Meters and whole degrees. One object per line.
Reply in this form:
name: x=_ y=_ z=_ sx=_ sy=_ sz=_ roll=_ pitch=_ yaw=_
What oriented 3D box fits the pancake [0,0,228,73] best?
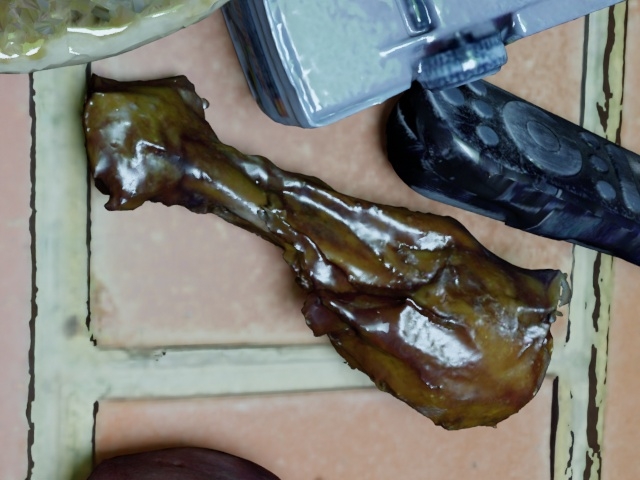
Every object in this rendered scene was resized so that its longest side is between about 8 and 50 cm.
pancake: x=-0.162 y=-0.243 z=0.556 sx=0.387 sy=0.082 sz=0.387 roll=6 pitch=69 yaw=-16

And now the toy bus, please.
toy bus: x=0.108 y=-0.159 z=0.686 sx=0.329 sy=0.136 sz=0.109 roll=-22 pitch=100 yaw=-16

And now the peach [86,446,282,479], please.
peach: x=-0.071 y=0.174 z=0.663 sx=0.152 sy=0.152 sz=0.152 roll=-2 pitch=97 yaw=-20

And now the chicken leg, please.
chicken leg: x=0.000 y=0.000 z=0.700 sx=0.304 sy=0.093 sz=0.113 roll=32 pitch=67 yaw=-12

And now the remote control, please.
remote control: x=0.155 y=-0.025 z=0.755 sx=0.266 sy=0.066 sz=0.090 roll=21 pitch=46 yaw=-23
